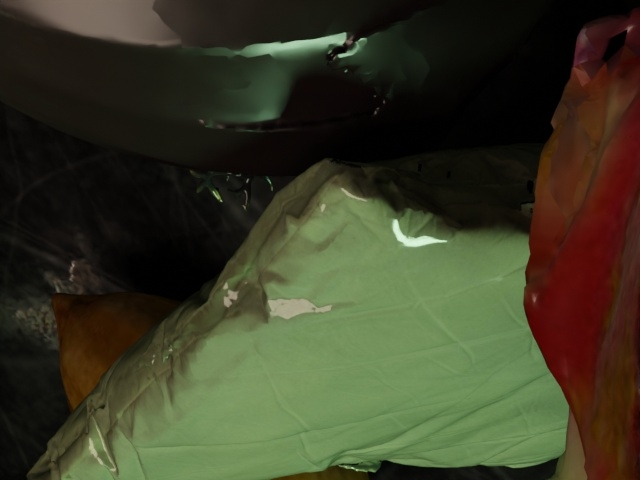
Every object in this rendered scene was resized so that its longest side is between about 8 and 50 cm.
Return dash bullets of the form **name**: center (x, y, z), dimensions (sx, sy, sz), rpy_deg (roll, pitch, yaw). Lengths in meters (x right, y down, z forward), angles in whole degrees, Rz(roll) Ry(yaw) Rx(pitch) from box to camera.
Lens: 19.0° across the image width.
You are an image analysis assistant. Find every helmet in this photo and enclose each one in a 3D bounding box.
- **helmet**: center (-0.032, -0.111, 0.690), dimensions (0.305, 0.177, 0.225), rpy_deg (23, 169, -2)

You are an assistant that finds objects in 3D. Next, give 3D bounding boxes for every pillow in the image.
- **pillow**: center (0.054, 0.036, 0.790), dimensions (0.274, 0.281, 0.076), rpy_deg (-44, 54, 49)

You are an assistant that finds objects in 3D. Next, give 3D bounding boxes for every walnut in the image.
- **walnut**: center (-0.062, 0.095, 0.999), dimensions (0.207, 0.116, 0.116), rpy_deg (38, 137, 4)

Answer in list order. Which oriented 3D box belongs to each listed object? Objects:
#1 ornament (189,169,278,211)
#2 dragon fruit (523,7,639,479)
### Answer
- **ornament**: center (-0.041, -0.067, 0.911), dimensions (0.073, 0.028, 0.125), rpy_deg (31, 134, 10)
- **dragon fruit**: center (0.234, 0.037, 0.601), dimensions (0.249, 0.386, 0.371), rpy_deg (167, 79, -81)
